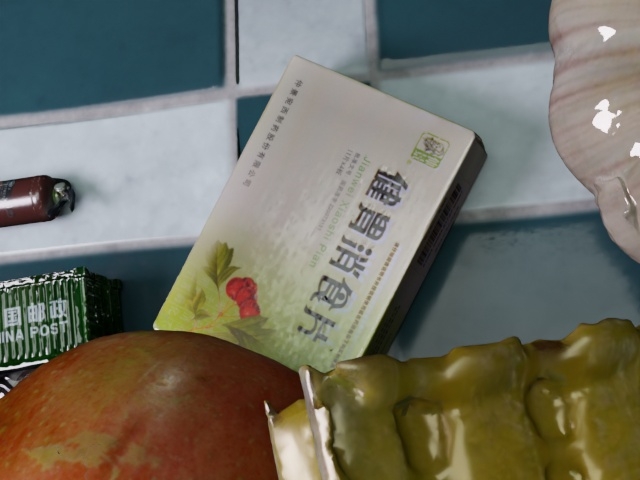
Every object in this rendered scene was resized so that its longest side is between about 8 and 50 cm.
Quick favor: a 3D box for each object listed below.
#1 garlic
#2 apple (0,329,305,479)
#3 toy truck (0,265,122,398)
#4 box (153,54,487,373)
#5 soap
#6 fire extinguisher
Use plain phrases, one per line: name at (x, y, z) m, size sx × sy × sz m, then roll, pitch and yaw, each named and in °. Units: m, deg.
garlic at (0.310, -0.104, 0.945) m, size 0.322 × 0.241 × 0.322 m, roll -3°, pitch 66°, yaw 6°
apple at (-0.115, 0.212, 0.965) m, size 0.319 × 0.319 × 0.277 m, roll -2°, pitch 45°, yaw 16°
toy truck at (-0.301, 0.107, 1.160) m, size 0.259 × 0.088 × 0.121 m, roll -11°, pitch 76°, yaw 13°
box at (0.000, -0.001, 1.107) m, size 0.175 × 0.062 × 0.260 m, roll 26°, pitch 85°, yaw 21°
soap at (0.146, 0.220, 0.810) m, size 0.293 × 0.156 × 0.335 m, roll -9°, pitch 75°, yaw -20°
fire extinguisher at (-0.287, -0.033, 1.211) m, size 0.158 × 0.043 × 0.064 m, roll -7°, pitch 33°, yaw 14°
